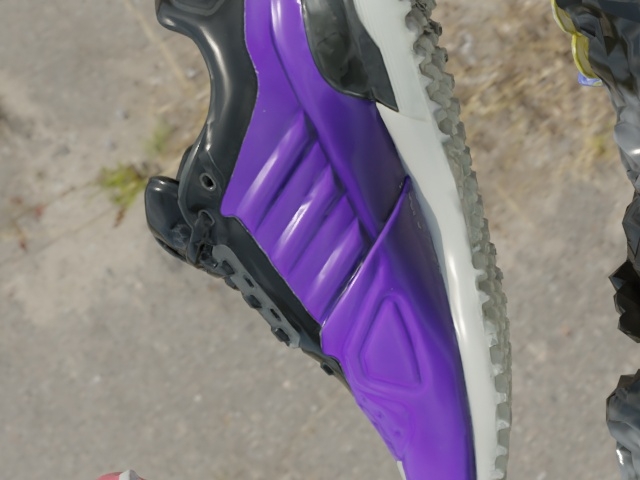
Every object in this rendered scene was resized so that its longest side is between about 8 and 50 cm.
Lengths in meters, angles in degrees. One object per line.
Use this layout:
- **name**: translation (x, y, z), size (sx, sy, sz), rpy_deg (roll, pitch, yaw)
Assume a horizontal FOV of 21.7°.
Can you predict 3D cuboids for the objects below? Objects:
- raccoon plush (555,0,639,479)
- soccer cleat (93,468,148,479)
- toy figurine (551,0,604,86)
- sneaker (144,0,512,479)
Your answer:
- **raccoon plush**: translation (0.198, 0.066, 0.281), size (0.299, 0.216, 0.446), rpy_deg (1, 133, 36)
- **soccer cleat**: translation (-0.078, 0.209, 0.681), size (0.095, 0.083, 0.248), rpy_deg (-38, 47, 25)
- **toy figurine**: translation (0.224, -0.181, 1.092), size (0.362, 0.191, 0.217), rpy_deg (58, -177, -24)
- **sneaker**: translation (0.000, -0.001, 0.756), size (0.146, 0.102, 0.293), rpy_deg (-12, 103, 10)
